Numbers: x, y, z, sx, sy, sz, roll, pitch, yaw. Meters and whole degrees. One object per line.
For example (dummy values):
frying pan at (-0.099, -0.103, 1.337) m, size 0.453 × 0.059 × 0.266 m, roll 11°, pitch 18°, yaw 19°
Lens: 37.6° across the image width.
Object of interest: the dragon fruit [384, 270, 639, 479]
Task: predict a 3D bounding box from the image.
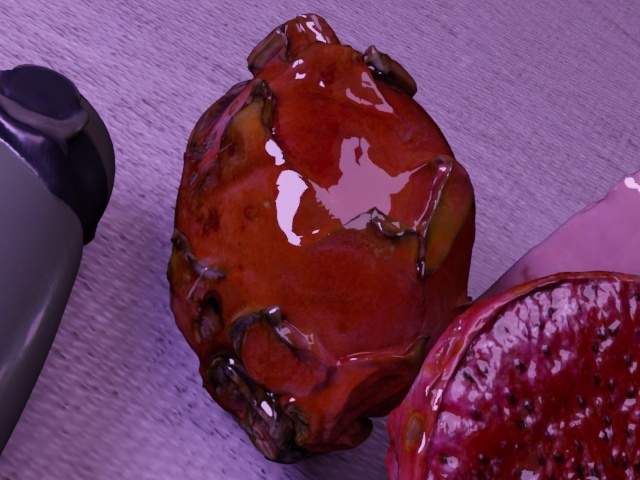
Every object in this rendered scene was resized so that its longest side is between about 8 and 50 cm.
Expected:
dragon fruit at (0.135, 0.100, 0.604) m, size 0.262 × 0.211 × 0.134 m, roll 1°, pitch 72°, yaw -21°

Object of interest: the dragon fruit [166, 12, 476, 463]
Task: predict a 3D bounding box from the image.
dragon fruit at (-0.001, -0.003, 0.690) m, size 0.250 × 0.250 × 0.315 m, roll 2°, pitch 46°, yaw -31°

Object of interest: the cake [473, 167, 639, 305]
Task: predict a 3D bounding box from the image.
cake at (0.324, 0.093, 0.756) m, size 0.314 × 0.293 × 0.307 m, roll -15°, pitch 61°, yaw -49°

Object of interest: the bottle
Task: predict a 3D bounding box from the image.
bottle at (-0.231, 0.018, 0.573) m, size 0.168 × 0.168 × 0.347 m, roll 24°, pitch 38°, yaw -9°
